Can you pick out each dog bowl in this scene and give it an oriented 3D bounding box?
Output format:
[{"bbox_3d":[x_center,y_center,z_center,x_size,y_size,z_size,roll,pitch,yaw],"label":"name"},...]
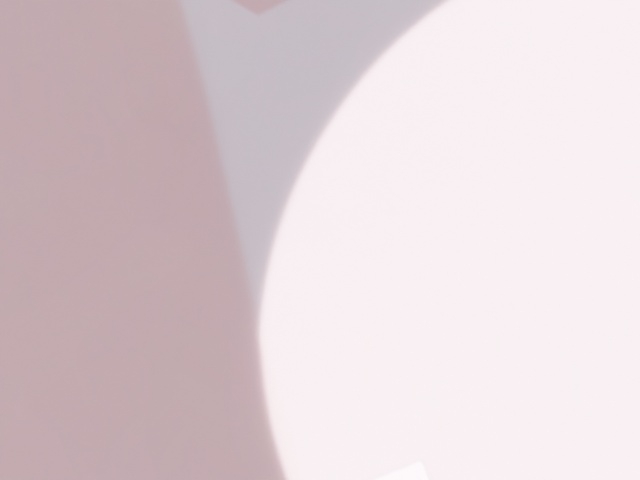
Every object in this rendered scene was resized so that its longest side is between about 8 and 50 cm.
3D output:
[{"bbox_3d":[0.000,0.000,0.382,0.349,0.102,0.348,0,89,16],"label":"dog bowl"}]
